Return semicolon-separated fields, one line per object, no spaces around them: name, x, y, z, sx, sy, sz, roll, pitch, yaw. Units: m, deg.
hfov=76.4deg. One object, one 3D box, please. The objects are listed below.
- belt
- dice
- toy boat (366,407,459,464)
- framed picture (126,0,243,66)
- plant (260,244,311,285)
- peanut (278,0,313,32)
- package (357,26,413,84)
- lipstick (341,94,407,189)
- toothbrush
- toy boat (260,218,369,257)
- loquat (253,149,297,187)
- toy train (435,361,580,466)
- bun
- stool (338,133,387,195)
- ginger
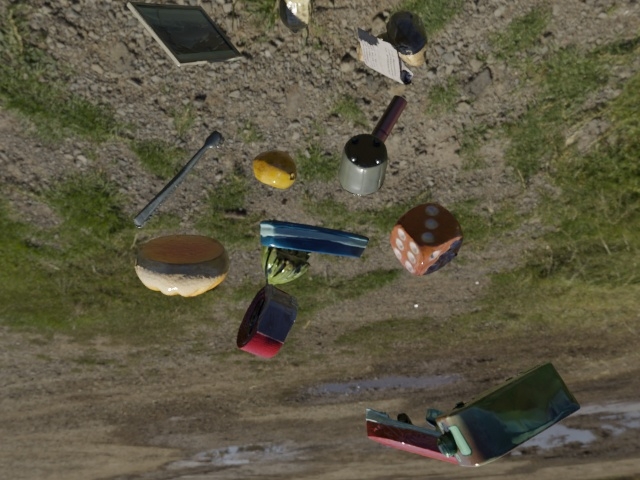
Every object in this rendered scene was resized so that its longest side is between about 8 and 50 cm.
belt;-0.146;0.237;1.179;0.124;0.200;0.128;31;167;-28
dice;0.343;-0.004;1.335;0.179;0.174;0.174;-26;148;-12
toy boat;0.301;0.595;1.292;0.332;0.133;0.145;3;145;25
framed picture;-0.446;-0.709;1.392;0.247;0.335;0.022;50;127;-2
plant;-0.185;0.118;1.385;0.180;0.251;0.333;41;98;-4
peanut;-0.075;-0.776;1.282;0.121;0.136;0.298;8;167;-6
package;0.244;-0.684;1.550;0.062;0.204;0.251;-55;152;5
lipstick;0.179;-0.321;1.367;0.057;0.057;0.356;31;90;-37
toothbrush;-0.332;-0.140;0.948;0.297;0.030;0.030;-45;161;5
toy boat;0.000;0.000;0.955;0.300;0.061;0.096;8;176;-35
loquat;-0.210;-0.330;1.870;0.234;0.176;0.187;27;172;38
toy train;0.414;0.392;0.912;0.327;0.129;0.159;-19;154;-16
bun;-0.459;0.098;1.352;0.299;0.299;0.164;3;109;-7
stool;0.083;-0.146;0.782;0.096;0.096;0.110;-2;158;-2
ginger;0.306;-0.816;1.710;0.245;0.155;0.304;26;155;-38
